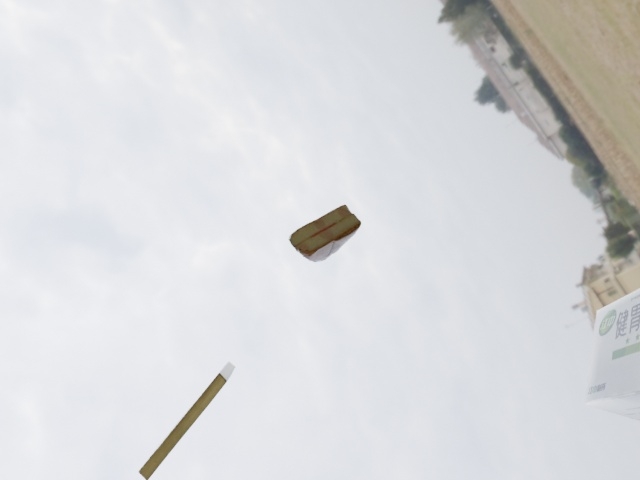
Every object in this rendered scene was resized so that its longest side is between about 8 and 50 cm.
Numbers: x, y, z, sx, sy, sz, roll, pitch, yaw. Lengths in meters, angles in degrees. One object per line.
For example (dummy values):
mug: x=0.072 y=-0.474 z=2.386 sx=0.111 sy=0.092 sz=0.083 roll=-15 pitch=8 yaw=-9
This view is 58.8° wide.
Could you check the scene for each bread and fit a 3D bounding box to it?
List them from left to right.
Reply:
bread: x=0.000 y=0.000 z=0.746 sx=0.109 sy=0.062 sz=0.043 roll=-29 pitch=-113 yaw=-34

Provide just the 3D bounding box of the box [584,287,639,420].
box: x=0.526 y=0.159 z=0.813 sx=0.145 sy=0.332 sz=0.173 roll=18 pitch=-111 yaw=5

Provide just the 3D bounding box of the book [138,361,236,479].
book: x=-0.254 y=0.342 z=1.108 sx=0.026 sy=0.230 sz=0.161 roll=40 pitch=176 yaw=0
